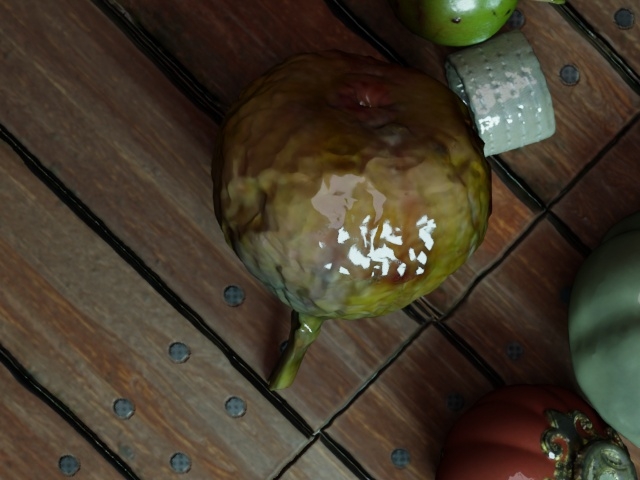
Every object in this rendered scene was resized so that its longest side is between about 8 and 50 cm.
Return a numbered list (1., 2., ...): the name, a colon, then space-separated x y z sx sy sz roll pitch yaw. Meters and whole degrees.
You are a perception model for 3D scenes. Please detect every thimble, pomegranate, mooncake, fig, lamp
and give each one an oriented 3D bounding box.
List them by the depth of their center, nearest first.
1. fig: 0.000 0.000 1.595 0.286 0.286 0.369 22 124 -5
2. mooncake: 0.380 0.088 1.599 0.275 0.135 0.275 11 64 -25
3. pomegranate: 0.156 -0.276 1.602 0.205 0.159 0.159 5 93 -14
4. lamp: 0.214 0.257 1.611 0.227 0.227 0.227 0 93 -4
5. thimble: 0.186 -0.151 1.632 0.090 0.102 0.115 -21 124 -2
